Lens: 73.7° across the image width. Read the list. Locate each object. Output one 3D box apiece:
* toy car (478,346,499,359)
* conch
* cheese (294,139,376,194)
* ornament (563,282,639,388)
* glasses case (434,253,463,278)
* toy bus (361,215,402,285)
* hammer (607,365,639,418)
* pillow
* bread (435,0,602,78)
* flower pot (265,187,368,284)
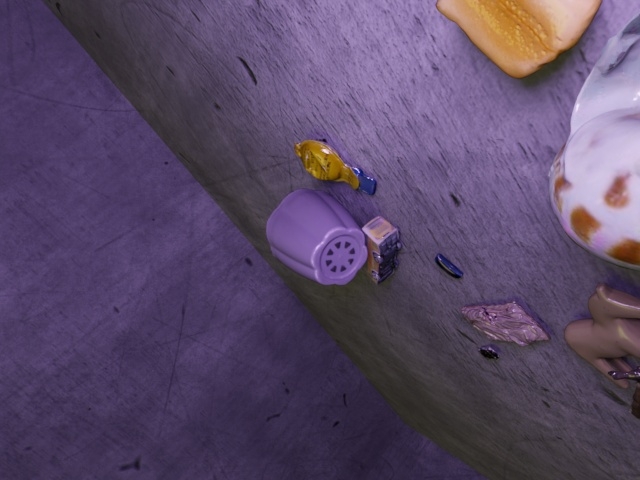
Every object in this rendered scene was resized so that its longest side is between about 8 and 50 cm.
[{"bbox_3d":[0.515,0.341,1.300,0.041,0.025,0.093,41,165,7],"label":"toy car"},{"bbox_3d":[0.365,-0.090,0.458,0.368,0.197,0.250,126,137,-76],"label":"conch"},{"bbox_3d":[0.038,-0.193,1.140,0.250,0.064,0.157,31,160,12],"label":"cheese"},{"bbox_3d":[0.560,0.180,0.803,0.245,0.061,0.230,40,161,4],"label":"ornament"},{"bbox_3d":[0.333,0.071,1.123,0.083,0.023,0.033,43,159,10],"label":"glasses case"},{"bbox_3d":[0.177,0.038,1.292,0.106,0.092,0.268,46,164,26],"label":"toy bus"},{"bbox_3d":[0.637,0.307,0.846,0.125,0.027,0.297,-8,143,27],"label":"hammer"},{"bbox_3d":[0.468,0.219,1.111,0.135,0.049,0.248,41,165,-1],"label":"pillow"},{"bbox_3d":[0.229,-0.285,0.496,0.173,0.085,0.134,46,158,2],"label":"bread"},{"bbox_3d":[0.000,0.000,1.247,0.265,0.265,0.243,57,170,-32],"label":"flower pot"}]
